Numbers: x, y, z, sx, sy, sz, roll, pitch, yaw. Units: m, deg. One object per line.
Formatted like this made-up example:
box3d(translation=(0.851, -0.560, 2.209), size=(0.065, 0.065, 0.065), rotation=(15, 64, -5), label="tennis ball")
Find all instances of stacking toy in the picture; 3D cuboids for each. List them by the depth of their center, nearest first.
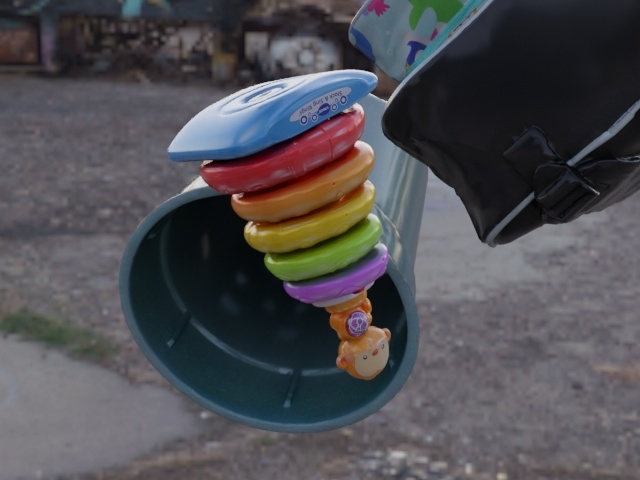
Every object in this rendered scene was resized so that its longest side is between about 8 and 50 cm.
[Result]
box3d(translation=(0.000, 0.000, 1.276), size=(0.175, 0.301, 0.166), rotation=(-30, 18, -31), label="stacking toy")

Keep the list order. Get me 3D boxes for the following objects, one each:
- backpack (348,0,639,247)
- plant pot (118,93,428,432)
box3d(translation=(0.153, -0.116, 0.765), size=(0.191, 0.225, 0.253), rotation=(52, 22, 16), label="backpack")
box3d(translation=(-0.024, -0.009, 1.607), size=(0.341, 0.341, 0.334), rotation=(3, 35, 13), label="plant pot")
